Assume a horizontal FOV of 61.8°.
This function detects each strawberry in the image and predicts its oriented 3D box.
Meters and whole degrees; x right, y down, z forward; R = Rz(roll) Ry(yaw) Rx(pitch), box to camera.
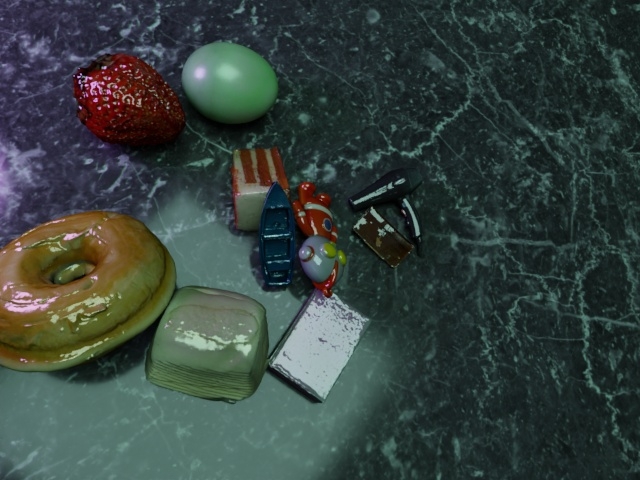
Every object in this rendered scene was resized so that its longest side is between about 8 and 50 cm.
[{"bbox_3d":[-0.500,-0.354,1.420,0.288,0.238,0.250,22,49,-16],"label":"strawberry"}]

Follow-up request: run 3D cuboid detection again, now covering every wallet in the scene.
[{"bbox_3d":[0.180,-0.009,1.550,0.176,0.026,0.095,42,91,-6],"label":"wallet"}]

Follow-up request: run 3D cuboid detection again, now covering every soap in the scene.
[{"bbox_3d":[-0.004,0.269,1.410,0.181,0.081,0.259,34,67,-1],"label":"soap"}]

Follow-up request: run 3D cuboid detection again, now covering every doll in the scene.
[{"bbox_3d":[0.000,0.000,1.438,0.200,0.105,0.336,34,40,-46],"label":"doll"}]

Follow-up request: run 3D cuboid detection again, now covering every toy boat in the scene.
[{"bbox_3d":[-0.115,-0.020,1.397,0.096,0.062,0.299,-3,116,-8],"label":"toy boat"}]

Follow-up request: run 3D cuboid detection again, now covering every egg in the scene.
[{"bbox_3d":[-0.254,-0.441,1.511,0.269,0.220,0.220,11,70,-19],"label":"egg"}]

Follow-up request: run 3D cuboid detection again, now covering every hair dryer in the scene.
[{"bbox_3d":[0.230,-0.068,1.577,0.235,0.091,0.272,-25,83,-9],"label":"hair dryer"}]

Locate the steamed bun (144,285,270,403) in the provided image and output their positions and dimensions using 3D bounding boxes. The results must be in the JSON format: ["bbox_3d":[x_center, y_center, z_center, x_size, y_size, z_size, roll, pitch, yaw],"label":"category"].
[{"bbox_3d":[-0.262,0.219,1.302,0.290,0.273,0.272,10,55,-13],"label":"steamed bun"}]

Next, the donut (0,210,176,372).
[{"bbox_3d":[-0.556,0.106,1.220,0.449,0.198,0.449,-1,44,1],"label":"donut"}]

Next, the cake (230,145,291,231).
[{"bbox_3d":[-0.171,-0.173,1.475,0.158,0.159,0.262,-6,72,-11],"label":"cake"}]
